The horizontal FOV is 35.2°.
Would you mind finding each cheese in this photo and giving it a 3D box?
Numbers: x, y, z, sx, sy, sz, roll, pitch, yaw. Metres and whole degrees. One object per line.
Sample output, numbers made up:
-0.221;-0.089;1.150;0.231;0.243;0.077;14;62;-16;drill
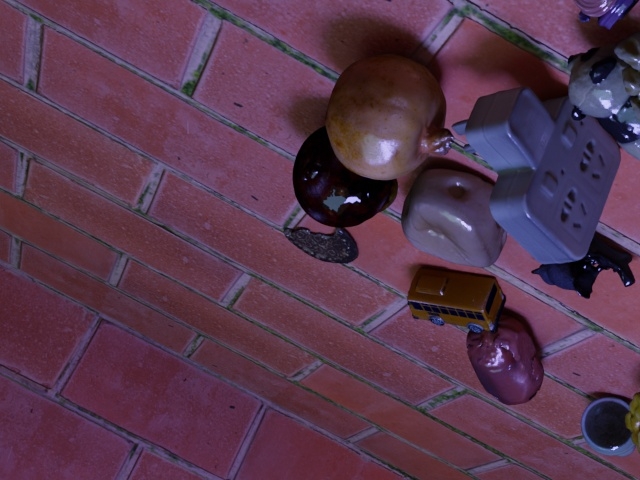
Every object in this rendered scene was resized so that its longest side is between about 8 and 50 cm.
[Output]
0.248;-0.039;1.917;0.218;0.117;0.235;-3;139;48;cheese

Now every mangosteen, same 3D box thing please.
0.047;-0.118;1.863;0.210;0.210;0.210;21;154;10;mangosteen

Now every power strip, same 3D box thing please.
0.322;-0.118;1.563;0.261;0.229;0.141;40;152;-28;power strip

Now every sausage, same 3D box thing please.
0.426;0.275;2.314;0.152;0.152;0.279;8;149;33;sausage

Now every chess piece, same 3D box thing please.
0.731;0.483;2.485;0.139;0.139;0.271;10;161;29;chess piece

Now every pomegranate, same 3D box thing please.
0.106;-0.201;1.640;0.207;0.207;0.207;21;154;10;pomegranate

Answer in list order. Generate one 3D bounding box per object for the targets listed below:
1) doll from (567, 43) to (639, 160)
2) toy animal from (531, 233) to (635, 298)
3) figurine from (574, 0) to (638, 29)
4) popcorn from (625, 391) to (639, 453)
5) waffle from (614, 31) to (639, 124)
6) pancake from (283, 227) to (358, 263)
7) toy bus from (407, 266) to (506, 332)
0.451;-0.195;1.417;0.234;0.135;0.143;37;151;-16;doll
0.486;0.074;1.918;0.121;0.117;0.210;25;153;-15;toy animal
0.348;-0.343;1.252;0.157;0.114;0.126;38;117;-15;figurine
0.769;0.376;2.114;0.242;0.235;0.250;33;147;28;popcorn
0.540;-0.209;1.276;0.292;0.056;0.309;-26;123;26;waffle
0.000;0.000;2.328;0.191;0.020;0.184;18;154;12;pancake
0.291;0.128;2.215;0.201;0.098;0.114;8;149;32;toy bus
